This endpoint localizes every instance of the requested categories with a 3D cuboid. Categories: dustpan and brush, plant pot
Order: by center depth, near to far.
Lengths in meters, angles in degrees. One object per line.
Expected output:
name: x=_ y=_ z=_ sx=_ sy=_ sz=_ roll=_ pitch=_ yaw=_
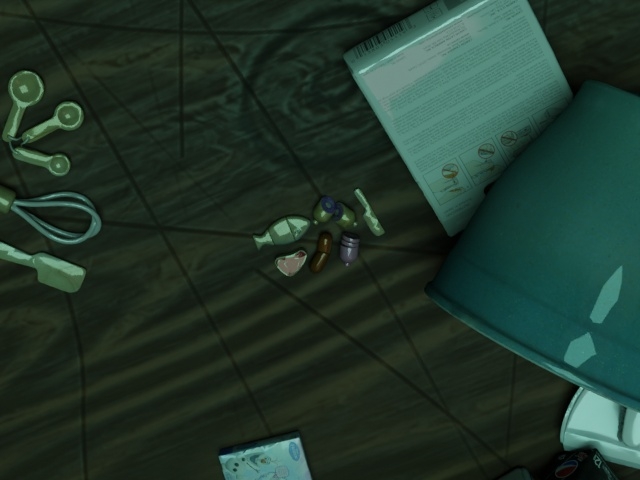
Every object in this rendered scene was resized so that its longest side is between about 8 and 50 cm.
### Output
plant pot: x=0.277 y=-0.003 z=1.398 sx=0.272 sy=0.271 sz=0.255 roll=26 pitch=96 yaw=-9
dustpan and brush: x=0.339 y=0.141 z=1.533 sx=0.147 sy=0.060 sz=0.211 roll=13 pitch=99 yaw=11

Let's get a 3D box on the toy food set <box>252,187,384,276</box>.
toy food set: x=0.000 y=0.000 z=1.509 sx=0.122 sy=0.019 sz=0.078 roll=-28 pitch=106 yaw=8

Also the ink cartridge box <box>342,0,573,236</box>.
ink cartridge box: x=0.153 y=-0.135 z=1.464 sx=0.181 sy=0.056 sz=0.224 roll=-29 pitch=125 yaw=8

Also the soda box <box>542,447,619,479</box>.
soda box: x=0.309 y=0.303 z=1.584 sx=0.060 sy=0.053 sz=0.169 roll=-20 pitch=115 yaw=46

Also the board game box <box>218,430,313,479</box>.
board game box: x=-0.055 y=0.258 z=1.591 sx=0.090 sy=0.020 sz=0.090 roll=-13 pitch=108 yaw=5

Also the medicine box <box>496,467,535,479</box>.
medicine box: x=0.196 y=0.443 z=1.590 sx=0.263 sy=0.149 sz=0.289 roll=-33 pitch=105 yaw=9

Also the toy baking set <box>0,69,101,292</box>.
toy baking set: x=-0.325 y=-0.057 z=1.477 sx=0.197 sy=0.030 sz=0.256 roll=-6 pitch=108 yaw=1
